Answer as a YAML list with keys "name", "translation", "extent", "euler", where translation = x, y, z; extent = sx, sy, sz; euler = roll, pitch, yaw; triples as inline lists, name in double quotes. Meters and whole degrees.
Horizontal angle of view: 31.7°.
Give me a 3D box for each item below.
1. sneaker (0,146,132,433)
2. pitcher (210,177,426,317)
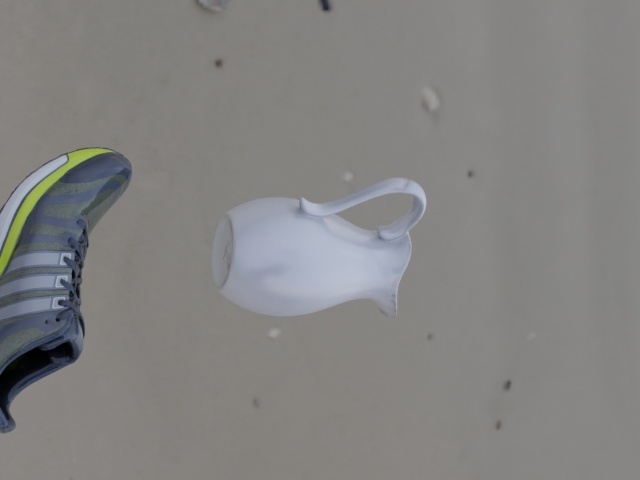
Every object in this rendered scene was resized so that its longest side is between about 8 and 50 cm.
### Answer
- name: "sneaker"
  translation: [-0.251, 0.048, 1.020]
  extent: [0.300, 0.121, 0.111]
  euler: [-58, 165, -19]
- name: "pitcher"
  translation: [0.000, 0.000, 1.195]
  extent: [0.207, 0.125, 0.178]
  euler: [5, 125, -21]
